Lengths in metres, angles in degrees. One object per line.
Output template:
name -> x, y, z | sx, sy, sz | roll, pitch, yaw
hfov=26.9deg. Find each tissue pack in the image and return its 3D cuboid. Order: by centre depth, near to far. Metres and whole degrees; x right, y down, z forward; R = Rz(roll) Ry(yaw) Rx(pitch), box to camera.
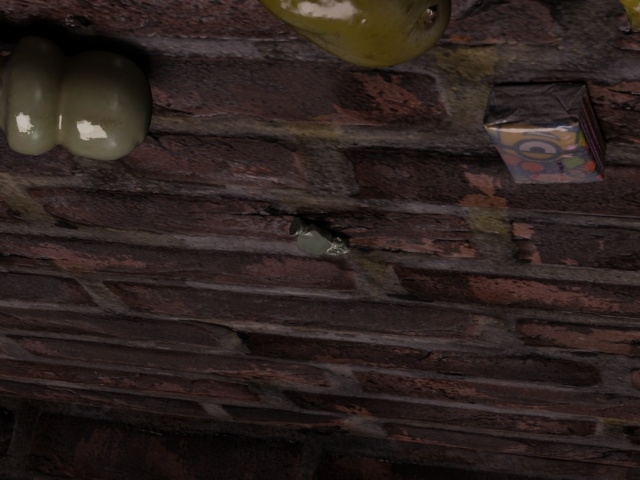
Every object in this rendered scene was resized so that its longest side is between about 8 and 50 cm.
tissue pack -> 0.255, -0.117, 1.506 | 0.108, 0.060, 0.148 | 2, 157, 23

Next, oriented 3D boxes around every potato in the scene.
potato -> 0.023, -0.234, 1.206 | 0.154, 0.137, 0.200 | -9, 153, 42

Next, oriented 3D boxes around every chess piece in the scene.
chess piece -> -0.357, -0.172, 1.531 | 0.330, 0.182, 0.182 | 7, 160, -9

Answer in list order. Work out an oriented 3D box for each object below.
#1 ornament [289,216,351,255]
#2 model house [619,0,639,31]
ornament -> -0.003, -0.001, 1.947 | 0.068, 0.041, 0.092 | 1, 158, 29
model house -> 0.229, -0.283, 0.934 | 0.234, 0.175, 0.193 | 21, 157, -34
